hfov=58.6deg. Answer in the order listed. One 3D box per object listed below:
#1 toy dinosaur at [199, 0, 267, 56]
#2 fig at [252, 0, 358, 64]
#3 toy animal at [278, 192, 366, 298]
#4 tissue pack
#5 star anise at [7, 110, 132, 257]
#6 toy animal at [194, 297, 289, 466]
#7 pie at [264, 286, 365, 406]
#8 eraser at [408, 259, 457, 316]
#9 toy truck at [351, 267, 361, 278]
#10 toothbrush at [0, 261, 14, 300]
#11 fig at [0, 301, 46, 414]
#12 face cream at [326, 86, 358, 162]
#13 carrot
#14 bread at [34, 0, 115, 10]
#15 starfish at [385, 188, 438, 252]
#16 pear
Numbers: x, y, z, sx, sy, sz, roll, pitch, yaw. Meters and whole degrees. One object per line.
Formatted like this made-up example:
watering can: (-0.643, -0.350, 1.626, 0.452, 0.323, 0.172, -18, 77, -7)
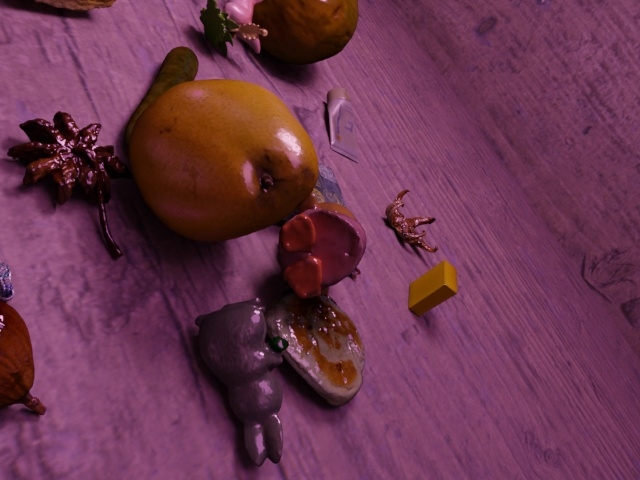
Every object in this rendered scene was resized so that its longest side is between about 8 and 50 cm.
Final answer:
toy dinosaur: (-0.201, -0.556, 1.423, 0.177, 0.152, 0.194, -23, 86, -28)
fig: (-0.048, -0.651, 1.607, 0.343, 0.343, 0.343, 32, 37, -28)
toy animal: (0.004, -0.001, 1.098, 0.281, 0.169, 0.195, -100, -178, -82)
tissue pack: (-0.057, -0.117, 1.255, 0.257, 0.081, 0.185, 18, 43, -42)
star anise: (-0.357, -0.105, 0.882, 0.234, 0.073, 0.177, 46, 40, -21)
toy animal: (-0.111, 0.210, 0.865, 0.108, 0.138, 0.236, 103, -21, -83)
pie: (-0.005, 0.185, 1.045, 0.240, 0.054, 0.241, 34, 34, -27)
eraser: (0.274, 0.118, 1.397, 0.045, 0.122, 0.097, 38, 34, -18)
toy truck: (0.058, 0.047, 1.290, 0.083, 0.024, 0.032, 50, 10, -6)
toothbrush: (-0.452, -0.055, 0.755, 0.030, 0.030, 0.304, 0, 55, -51)
fig: (-0.369, 0.133, 0.624, 0.119, 0.153, 0.119, 0, 54, 0)
face cream: (0.064, -0.337, 1.660, 0.114, 0.070, 0.224, 20, 52, -40)
carrot: (-0.309, -0.281, 1.119, 0.074, 0.074, 0.359, 35, 36, -24)
bread: (-0.546, -0.622, 1.074, 0.375, 0.165, 0.236, 54, 29, 7)
starfish: (0.260, -0.045, 1.587, 0.190, 0.074, 0.146, 53, 33, 2)
pear: (-0.154, -0.137, 0.932, 0.285, 0.336, 0.285, 11, 74, -44)
